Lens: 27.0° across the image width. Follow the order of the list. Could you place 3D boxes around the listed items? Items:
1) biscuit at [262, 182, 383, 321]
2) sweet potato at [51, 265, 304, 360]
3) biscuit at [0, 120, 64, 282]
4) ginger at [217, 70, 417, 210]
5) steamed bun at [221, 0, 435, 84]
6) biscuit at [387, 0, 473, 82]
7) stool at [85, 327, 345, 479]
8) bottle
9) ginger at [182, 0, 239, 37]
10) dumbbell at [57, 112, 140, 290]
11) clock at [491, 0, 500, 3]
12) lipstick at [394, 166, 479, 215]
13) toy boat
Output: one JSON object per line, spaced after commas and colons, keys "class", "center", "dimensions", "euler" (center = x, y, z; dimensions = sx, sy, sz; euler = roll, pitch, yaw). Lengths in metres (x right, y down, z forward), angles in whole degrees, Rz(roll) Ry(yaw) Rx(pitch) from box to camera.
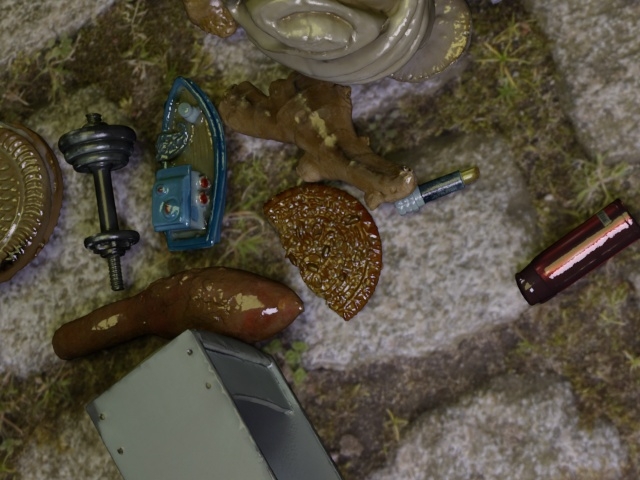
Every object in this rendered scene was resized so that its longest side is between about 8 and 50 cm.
{"class": "biscuit", "center": [0.012, -0.002, 1.766], "dimensions": [0.126, 0.025, 0.206], "euler": [-41, 67, 8]}
{"class": "sweet potato", "center": [-0.195, 0.095, 1.788], "dimensions": [0.385, 0.109, 0.109], "euler": [-7, 75, 26]}
{"class": "biscuit", "center": [-0.488, -0.054, 1.945], "dimensions": [0.259, 0.079, 0.259], "euler": [-5, 76, 20]}
{"class": "ginger", "center": [0.003, -0.142, 1.768], "dimensions": [0.333, 0.081, 0.148], "euler": [40, 93, 29]}
{"class": "steamed bun", "center": [-0.008, -0.308, 1.678], "dimensions": [0.276, 0.289, 0.203], "euler": [17, 70, 33]}
{"class": "biscuit", "center": [0.131, -0.281, 1.786], "dimensions": [0.152, 0.020, 0.152], "euler": [-5, 77, 20]}
{"class": "stool", "center": [-0.112, 0.270, 1.636], "dimensions": [0.170, 0.243, 0.270], "euler": [-37, 67, 11]}
{"class": "bottle", "center": [0.312, 0.019, 1.629], "dimensions": [0.164, 0.060, 0.060], "euler": [-36, 68, 11]}
{"class": "ginger", "center": [-0.169, -0.414, 1.905], "dimensions": [0.375, 0.166, 0.236], "euler": [-2, 114, 41]}
{"class": "dumbbell", "center": [-0.299, -0.055, 1.864], "dimensions": [0.110, 0.110, 0.255], "euler": [-13, 80, 18]}
{"class": "clock", "center": [0.181, -0.425, 1.730], "dimensions": [0.189, 0.189, 0.254], "euler": [-35, 81, 11]}
{"class": "lipstick", "center": [0.151, -0.067, 1.723], "dimensions": [0.116, 0.037, 0.037], "euler": [-20, 72, 12]}
{"class": "toy boat", "center": [-0.186, -0.107, 1.821], "dimensions": [0.109, 0.098, 0.238], "euler": [-6, 77, 29]}
